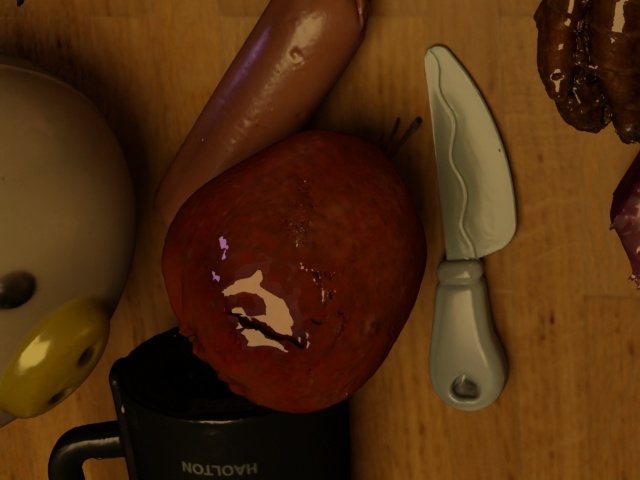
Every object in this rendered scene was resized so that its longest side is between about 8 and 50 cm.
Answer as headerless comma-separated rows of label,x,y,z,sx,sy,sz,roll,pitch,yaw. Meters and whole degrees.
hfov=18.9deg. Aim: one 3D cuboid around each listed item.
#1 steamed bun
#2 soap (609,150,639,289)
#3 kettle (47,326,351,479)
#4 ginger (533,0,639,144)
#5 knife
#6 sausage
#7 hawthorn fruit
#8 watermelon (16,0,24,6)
steamed bun,-0.333,0.008,1.674,0.334,0.334,0.374,34,114,3
soap,0.390,0.025,1.543,0.325,0.127,0.220,33,119,2
kettle,-0.094,0.252,1.742,0.262,0.203,0.308,-14,115,-20
ginger,0.222,-0.152,1.556,0.103,0.073,0.162,3,113,19
knife,0.132,-0.007,1.672,0.080,0.044,0.331,4,109,19
sausage,-0.054,-0.111,1.661,0.086,0.086,0.289,36,120,2
hawthorn fruit,0.000,0.000,1.599,0.211,0.299,0.211,36,160,15
watermelon,-0.254,-0.362,1.548,0.151,0.264,0.302,22,107,-6
